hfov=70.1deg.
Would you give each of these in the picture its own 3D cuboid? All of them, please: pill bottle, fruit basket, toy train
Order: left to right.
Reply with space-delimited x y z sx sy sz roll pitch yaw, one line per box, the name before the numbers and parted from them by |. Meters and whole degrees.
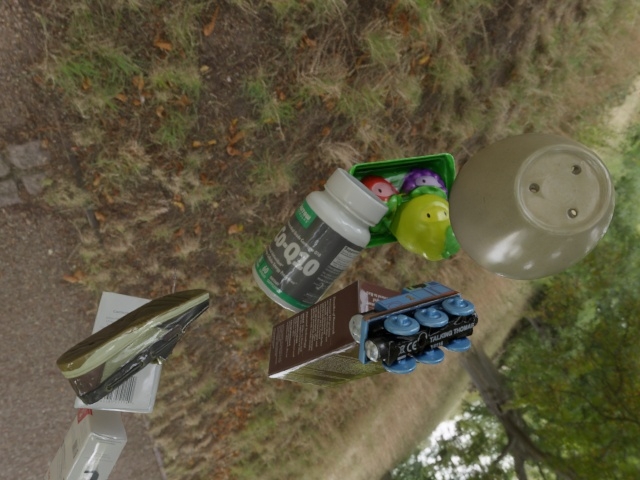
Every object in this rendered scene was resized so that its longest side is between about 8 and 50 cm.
pill bottle | 0.000 0.000 1.210 0.361 0.204 0.204 -51 151 13
fruit basket | 0.265 -0.100 1.339 0.392 0.283 0.392 -6 -168 1
toy train | 0.122 0.112 0.605 0.184 0.105 0.080 -11 110 -30

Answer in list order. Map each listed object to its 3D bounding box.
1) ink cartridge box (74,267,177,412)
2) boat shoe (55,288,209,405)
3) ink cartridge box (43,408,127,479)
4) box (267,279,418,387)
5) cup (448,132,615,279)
ink cartridge box | -0.390 0.212 0.953 0.130 0.271 0.309 11 157 -16
boat shoe | -0.230 0.132 0.603 0.080 0.073 0.223 -6 -166 31
ink cartridge box | -0.548 0.509 1.057 0.092 0.158 0.218 31 86 -32
box | 0.048 0.230 1.043 0.191 0.143 0.381 19 149 -27
cup | 0.449 -0.084 0.935 0.331 0.331 0.237 -32 172 4
